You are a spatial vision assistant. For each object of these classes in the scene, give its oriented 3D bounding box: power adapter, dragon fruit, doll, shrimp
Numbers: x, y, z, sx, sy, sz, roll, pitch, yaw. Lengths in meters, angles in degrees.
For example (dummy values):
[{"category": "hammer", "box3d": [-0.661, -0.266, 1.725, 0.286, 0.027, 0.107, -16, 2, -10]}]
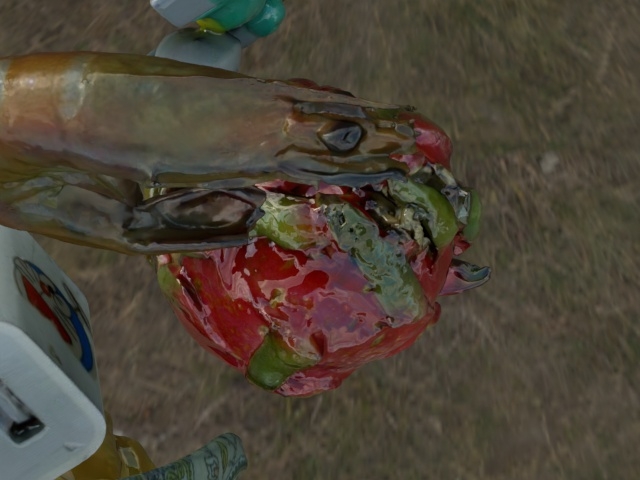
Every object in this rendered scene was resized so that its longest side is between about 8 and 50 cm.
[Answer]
[{"category": "power adapter", "box3d": [-0.222, 0.055, 1.190, 0.125, 0.205, 0.130, -32, 125, 9]}, {"category": "dragon fruit", "box3d": [-0.008, -0.009, 1.404, 0.231, 0.302, 0.237, -36, 100, -20]}, {"category": "doll", "box3d": [-0.093, -0.177, 1.363, 0.153, 0.258, 0.195, -36, 59, 14]}, {"category": "shrimp", "box3d": [-0.075, -0.037, 0.874, 0.248, 0.068, 0.150, -1, 151, 21]}]

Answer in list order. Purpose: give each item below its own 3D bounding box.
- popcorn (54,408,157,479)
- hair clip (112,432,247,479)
[{"category": "popcorn", "box3d": [-0.218, 0.293, 1.542, 0.381, 0.349, 0.349, -5, 107, -13]}, {"category": "hair clip", "box3d": [-0.097, 0.129, 0.865, 0.036, 0.229, 0.066, 17, 107, 31]}]
